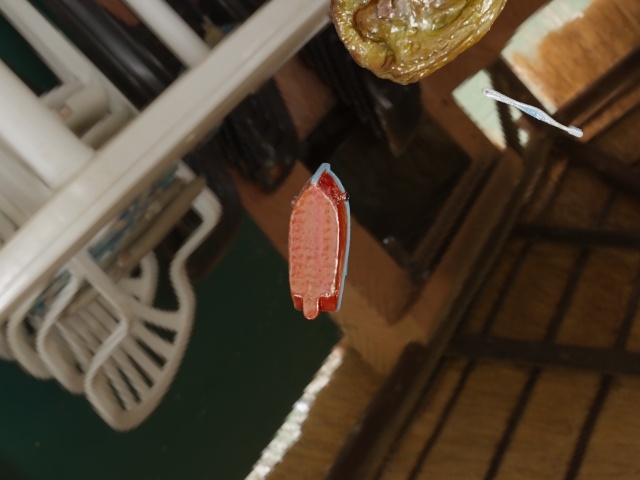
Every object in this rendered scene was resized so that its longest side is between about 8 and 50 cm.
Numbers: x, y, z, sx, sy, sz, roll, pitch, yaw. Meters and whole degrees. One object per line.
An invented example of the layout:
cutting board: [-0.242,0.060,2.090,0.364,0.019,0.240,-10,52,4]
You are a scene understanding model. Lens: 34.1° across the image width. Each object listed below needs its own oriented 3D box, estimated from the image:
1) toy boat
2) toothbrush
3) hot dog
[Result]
toy boat: [0.000,0.000,1.171,0.069,0.173,0.059,2,-174,17]
toothbrush: [0.308,-0.186,1.515,0.017,0.162,0.014,-76,-170,-54]
hot dog: [0.115,-0.299,1.325,0.114,0.175,0.259,-39,-171,-37]
